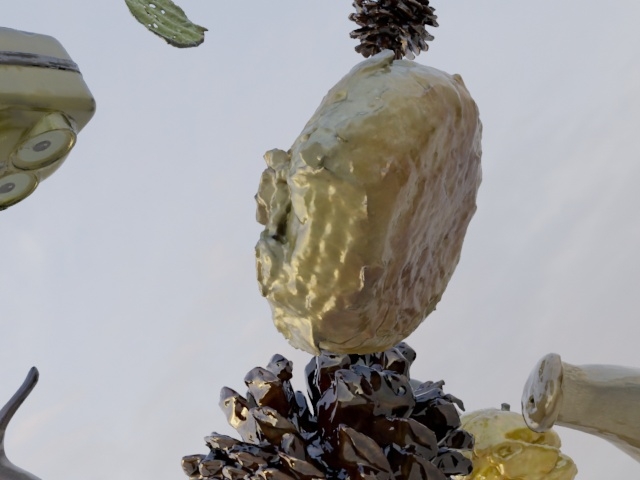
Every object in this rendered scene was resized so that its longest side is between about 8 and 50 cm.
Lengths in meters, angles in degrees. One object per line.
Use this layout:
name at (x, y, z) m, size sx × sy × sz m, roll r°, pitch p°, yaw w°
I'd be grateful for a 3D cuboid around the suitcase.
suitcase at (-0.377, -0.129, 1.088) m, size 0.194 × 0.143 × 0.235 m, roll -43°, pitch -19°, yaw 28°

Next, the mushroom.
mushroom at (0.333, 0.185, 1.070) m, size 0.247 × 0.096 × 0.108 m, roll 21°, pitch -45°, yaw -20°

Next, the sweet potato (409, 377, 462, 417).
sweet potato at (0.160, 0.271, 1.666) m, size 0.077 × 0.244 × 0.077 m, roll -44°, pitch -23°, yaw -24°

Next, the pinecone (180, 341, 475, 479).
pinecone at (0.016, 0.225, 1.041) m, size 0.296 × 0.242 × 0.298 m, roll -21°, pitch -18°, yaw -31°

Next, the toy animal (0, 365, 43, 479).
toy animal at (-0.280, 0.310, 0.951) m, size 0.195 × 0.324 × 0.090 m, roll -32°, pitch 7°, yaw -28°

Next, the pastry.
pastry at (0.043, -0.029, 0.807) m, size 0.236 × 0.121 × 0.256 m, roll -35°, pitch -42°, yaw -51°

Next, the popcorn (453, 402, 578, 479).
popcorn at (0.231, 0.274, 1.229) m, size 0.148 × 0.167 × 0.152 m, roll 90°, pitch -171°, yaw -73°

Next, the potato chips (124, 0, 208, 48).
potato chips at (-0.279, -0.385, 1.630) m, size 0.028 × 0.207 × 0.091 m, roll -37°, pitch 24°, yaw 41°

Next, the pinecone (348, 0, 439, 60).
pinecone at (0.104, -0.319, 1.481) m, size 0.120 × 0.140 × 0.140 m, roll -63°, pitch -25°, yaw -13°
